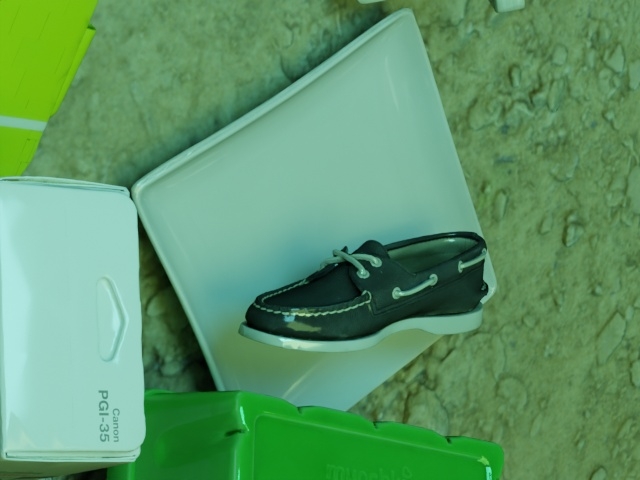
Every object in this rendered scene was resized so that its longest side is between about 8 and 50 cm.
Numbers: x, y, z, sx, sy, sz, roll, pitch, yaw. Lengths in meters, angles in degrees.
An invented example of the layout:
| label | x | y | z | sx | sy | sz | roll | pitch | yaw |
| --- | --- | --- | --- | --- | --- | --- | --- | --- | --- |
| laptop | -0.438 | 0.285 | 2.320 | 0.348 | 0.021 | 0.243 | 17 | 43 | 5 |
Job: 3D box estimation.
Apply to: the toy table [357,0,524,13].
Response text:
| label | x | y | z | sx | sy | sz | roll | pitch | yaw |
| --- | --- | --- | --- | --- | --- | --- | --- | --- | --- |
| toy table | 0.139 | -0.314 | 1.668 | 0.274 | 0.252 | 0.161 | -5 | 112 | 9 |

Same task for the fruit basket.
| label | x | y | z | sx | sy | sz | roll | pitch | yaw |
| --- | --- | --- | --- | --- | --- | --- | --- | --- | --- |
| fruit basket | -0.049 | 0.304 | 1.704 | 0.392 | 0.392 | 0.283 | 22 | 59 | -41 |

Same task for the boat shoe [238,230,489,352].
| label | x | y | z | sx | sy | sz | roll | pitch | yaw |
| --- | --- | --- | --- | --- | --- | --- | --- | --- | --- |
| boat shoe | 0.044 | 0.043 | 1.720 | 0.302 | 0.114 | 0.091 | -9 | 111 | -50 |

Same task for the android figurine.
| label | x | y | z | sx | sy | sz | roll | pitch | yaw |
| --- | --- | --- | --- | --- | --- | --- | --- | --- | --- |
| android figurine | -0.265 | -0.138 | 1.440 | 0.248 | 0.056 | 0.273 | -2 | 120 | -65 |

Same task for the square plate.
| label | x | y | z | sx | sy | sz | roll | pitch | yaw |
| --- | --- | --- | --- | --- | --- | --- | --- | --- | --- |
| square plate | 0.000 | 0.000 | 1.768 | 0.344 | 0.049 | 0.347 | -36 | 124 | -25 |

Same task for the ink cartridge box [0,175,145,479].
| label | x | y | z | sx | sy | sz | roll | pitch | yaw |
| --- | --- | --- | --- | --- | --- | --- | --- | --- | --- |
| ink cartridge box | -0.259 | 0.079 | 1.392 | 0.117 | 0.283 | 0.207 | 5 | 76 | -37 |

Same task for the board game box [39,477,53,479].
| label | x | y | z | sx | sy | sz | roll | pitch | yaw |
| --- | --- | --- | --- | --- | --- | --- | --- | --- | --- |
| board game box | -0.326 | 0.205 | 1.565 | 0.194 | 0.060 | 0.194 | -3 | 106 | -37 |
